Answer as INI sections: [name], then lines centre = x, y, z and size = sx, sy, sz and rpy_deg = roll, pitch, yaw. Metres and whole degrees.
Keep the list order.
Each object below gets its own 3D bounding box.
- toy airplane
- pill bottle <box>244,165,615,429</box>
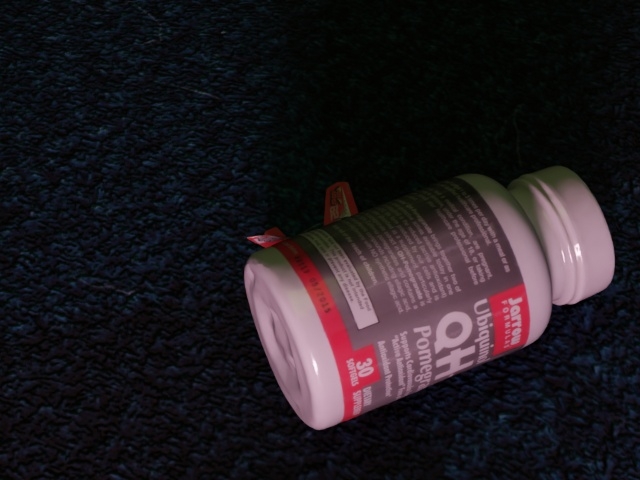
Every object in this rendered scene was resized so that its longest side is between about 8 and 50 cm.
[toy airplane]
centre = 0.000, 0.000, 1.440
size = 0.151, 0.028, 0.151
rpy_deg = -3, 44, 3
[pill bottle]
centre = 0.104, 0.041, 1.285
size = 0.319, 0.176, 0.176
rpy_deg = -21, 47, -14
